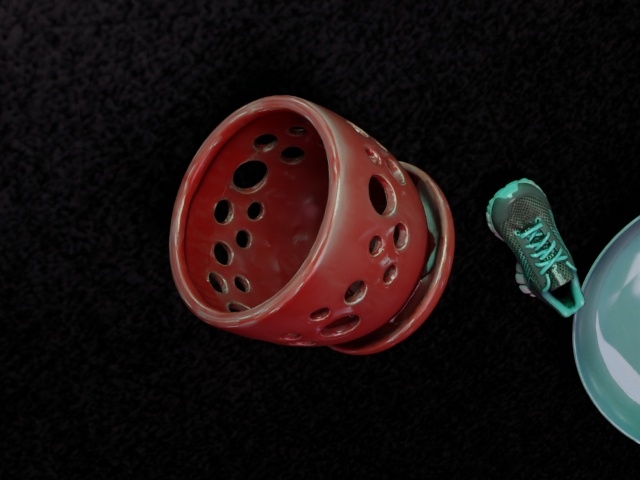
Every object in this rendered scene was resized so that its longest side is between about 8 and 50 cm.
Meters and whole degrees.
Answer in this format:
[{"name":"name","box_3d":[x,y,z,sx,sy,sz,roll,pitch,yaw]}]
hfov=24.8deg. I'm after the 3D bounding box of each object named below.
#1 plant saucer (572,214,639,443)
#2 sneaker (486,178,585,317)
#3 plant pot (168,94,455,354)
[{"name":"plant saucer","box_3d":[0.414,0.082,1.486,0.318,0.043,0.317,1,113,3]},{"name":"sneaker","box_3d":[0.212,0.010,1.377,0.065,0.076,0.166,-36,133,-2]},{"name":"plant pot","box_3d":[0.000,0.000,1.179,0.174,0.191,0.191,25,109,-42]}]
